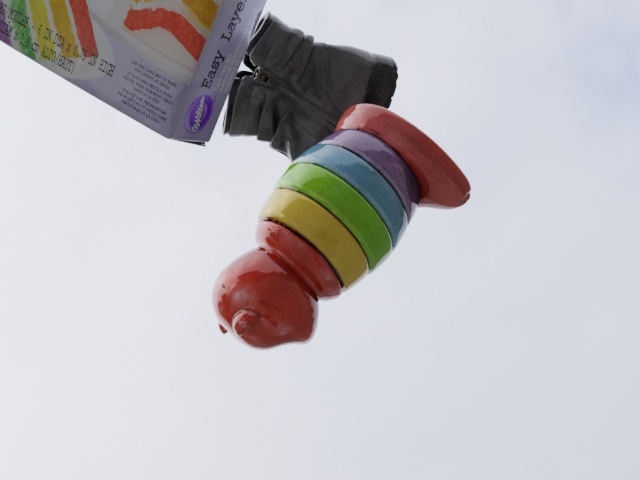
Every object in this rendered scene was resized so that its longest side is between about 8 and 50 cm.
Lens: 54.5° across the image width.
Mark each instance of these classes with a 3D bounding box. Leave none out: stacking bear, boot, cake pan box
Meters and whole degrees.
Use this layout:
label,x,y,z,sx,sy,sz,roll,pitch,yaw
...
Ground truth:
label,x,y,z,sx,sy,sz,roll,pitch,yaw
stacking bear,0.000,0.000,0.690,0.164,0.175,0.289,47,-111,-16
boot,-0.042,-0.136,0.904,0.222,0.118,0.339,11,-76,-17
cake pan box,-0.161,-0.246,0.507,0.246,0.266,0.070,-62,-16,14
